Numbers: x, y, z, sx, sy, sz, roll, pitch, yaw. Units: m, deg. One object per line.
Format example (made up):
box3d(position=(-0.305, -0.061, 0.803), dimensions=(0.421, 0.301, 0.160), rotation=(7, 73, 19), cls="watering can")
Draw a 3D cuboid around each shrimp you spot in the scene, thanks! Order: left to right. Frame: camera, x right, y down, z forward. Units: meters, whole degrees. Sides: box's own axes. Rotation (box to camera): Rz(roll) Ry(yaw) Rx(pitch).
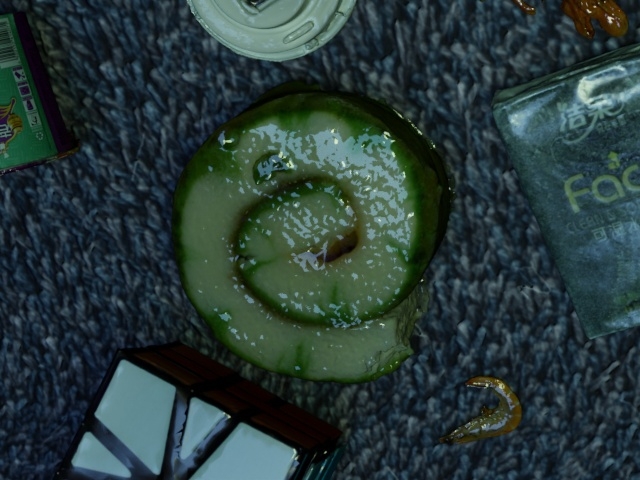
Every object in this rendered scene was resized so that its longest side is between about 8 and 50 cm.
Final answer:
box3d(position=(0.200, 0.226, 1.933), dimensions=(0.127, 0.025, 0.091), rotation=(-31, 100, 21), cls="shrimp")

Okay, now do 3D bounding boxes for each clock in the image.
box3d(position=(-0.068, -0.325, 1.776), dimensions=(0.236, 0.053, 0.236), rotation=(7, 114, 15), cls="clock")

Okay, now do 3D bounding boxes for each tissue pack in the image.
box3d(position=(0.361, -0.062, 1.722), dimensions=(0.228, 0.103, 0.316), rotation=(-20, 105, 21), cls="tissue pack")

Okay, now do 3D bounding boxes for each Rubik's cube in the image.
box3d(position=(-0.162, 0.316, 1.887), dimensions=(0.293, 0.283, 0.288), rotation=(26, 91, 12), cls="Rubik's cube")

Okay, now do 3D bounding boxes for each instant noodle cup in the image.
box3d(position=(-0.444, -0.178, 1.857), dimensions=(0.251, 0.251, 0.190), rotation=(-8, 100, 20), cls="instant noodle cup")

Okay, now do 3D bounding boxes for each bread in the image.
box3d(position=(0.000, 0.000, 1.844), dimensions=(0.366, 0.129, 0.382), rotation=(-30, 101, 25), cls="bread")

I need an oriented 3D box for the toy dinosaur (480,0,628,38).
box3d(position=(0.168, -0.370, 1.643), dimensions=(0.432, 0.097, 0.208), rotation=(55, 137, 4), cls="toy dinosaur")
